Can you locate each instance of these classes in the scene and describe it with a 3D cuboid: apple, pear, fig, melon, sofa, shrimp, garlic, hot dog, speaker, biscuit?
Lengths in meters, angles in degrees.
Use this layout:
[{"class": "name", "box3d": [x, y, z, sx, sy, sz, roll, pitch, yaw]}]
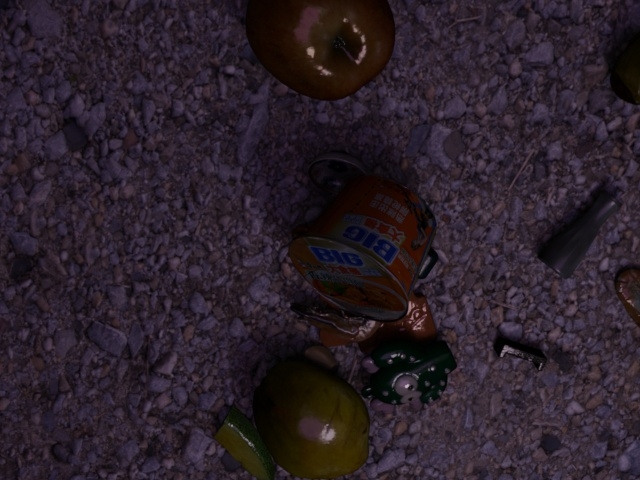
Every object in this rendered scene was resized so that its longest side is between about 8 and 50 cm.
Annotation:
[{"class": "apple", "box3d": [0.002, -0.421, 1.447, 0.310, 0.250, 0.277, 8, 107, -5]}, {"class": "pear", "box3d": [-0.019, 0.427, 1.718, 0.269, 0.269, 0.321, -42, 90, 12]}, {"class": "fig", "box3d": [0.691, -0.367, 1.514, 0.154, 0.144, 0.165, 0, 118, -27]}, {"class": "melon", "box3d": [-0.191, 0.553, 1.864, 0.114, 0.053, 0.261, -27, 106, 16]}, {"class": "sofa", "box3d": [0.492, 0.279, 1.770, 0.118, 0.060, 0.039, 18, 103, -6]}, {"class": "shrimp", "box3d": [0.041, 0.156, 1.694, 0.220, 0.046, 0.152, 16, 109, -5]}, {"class": "shrimp", "box3d": [0.772, 0.150, 1.738, 0.092, 0.043, 0.184, -23, 105, 4]}, {"class": "garlic", "box3d": [0.001, 0.285, 1.774, 0.083, 0.053, 0.041, 33, 107, -1]}, {"class": "hot dog", "box3d": [0.000, -0.001, 1.691, 0.144, 0.038, 0.062, 19, 110, -4]}, {"class": "speaker", "box3d": [0.226, 0.041, 1.703, 0.094, 0.060, 0.075, 39, 107, 25]}, {"class": "biscuit", "box3d": [0.146, 0.170, 1.743, 0.307, 0.043, 0.283, 23, 106, -7]}]

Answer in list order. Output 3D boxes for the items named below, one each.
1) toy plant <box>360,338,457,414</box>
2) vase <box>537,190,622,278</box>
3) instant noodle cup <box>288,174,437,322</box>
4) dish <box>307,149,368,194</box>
[{"class": "toy plant", "box3d": [0.211, 0.331, 1.755, 0.244, 0.112, 0.232, -5, 123, -12]}, {"class": "vase", "box3d": [0.605, -0.017, 1.669, 0.086, 0.086, 0.214, 36, 100, -11]}, {"class": "instant noodle cup", "box3d": [0.106, 0.007, 1.551, 0.296, 0.296, 0.214, 39, 64, -11]}, {"class": "dish", "box3d": [0.048, -0.171, 1.619, 0.141, 0.078, 0.141, 12, 152, 6]}]
